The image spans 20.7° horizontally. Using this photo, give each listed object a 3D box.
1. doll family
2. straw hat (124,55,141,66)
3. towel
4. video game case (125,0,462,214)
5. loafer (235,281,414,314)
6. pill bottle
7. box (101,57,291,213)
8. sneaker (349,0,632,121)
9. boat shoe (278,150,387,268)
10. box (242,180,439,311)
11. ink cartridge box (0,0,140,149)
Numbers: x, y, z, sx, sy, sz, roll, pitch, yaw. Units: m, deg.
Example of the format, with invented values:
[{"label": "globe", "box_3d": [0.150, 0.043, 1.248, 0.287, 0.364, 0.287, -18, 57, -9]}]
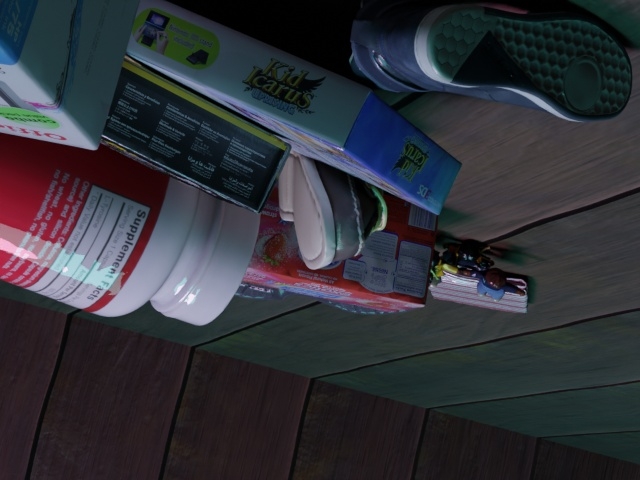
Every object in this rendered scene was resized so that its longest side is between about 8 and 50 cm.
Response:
[{"label": "doll family", "box_3d": [0.173, 0.032, 2.275, 0.193, 0.076, 0.111, 8, 164, 1]}, {"label": "straw hat", "box_3d": [-0.260, -0.171, 1.791, 0.145, 0.061, 0.144, 13, 169, 2]}, {"label": "towel", "box_3d": [0.226, 0.068, 2.492, 0.144, 0.029, 0.197, 11, 171, 9]}, {"label": "video game case", "box_3d": [-0.022, -0.121, 1.584, 0.244, 0.061, 0.269, 26, 179, 23]}, {"label": "loafer", "box_3d": [0.003, 0.031, 2.461, 0.303, 0.095, 0.109, 5, 137, 15]}, {"label": "pill bottle", "box_3d": [-0.281, -0.053, 1.904, 0.408, 0.229, 0.229, 22, 166, -24]}, {"label": "box", "box_3d": [-0.218, -0.139, 1.622, 0.322, 0.079, 0.257, 27, 177, -26]}, {"label": "sneaker", "box_3d": [0.130, -0.151, 1.422, 0.226, 0.086, 0.163, 11, 180, -35]}, {"label": "boat shoe", "box_3d": [0.017, -0.045, 1.814, 0.097, 0.116, 0.324, -1, -169, -7]}, {"label": "box", "box_3d": [0.000, 0.000, 2.116, 0.257, 0.128, 0.123, 12, 170, -20]}, {"label": "ink cartridge box", "box_3d": [-0.261, -0.208, 1.269, 0.198, 0.197, 0.270, 11, 169, 11]}]
